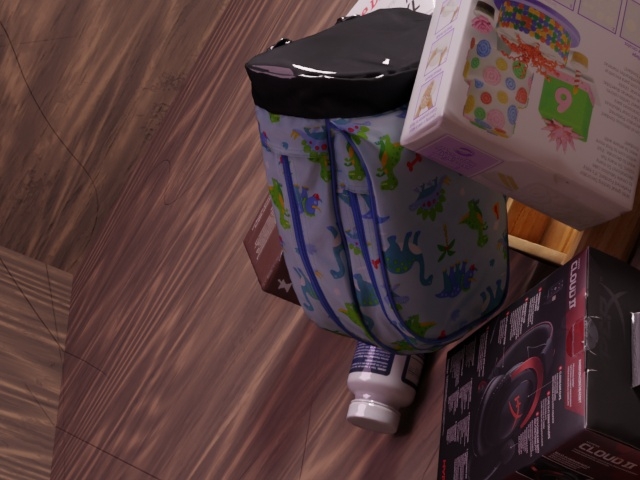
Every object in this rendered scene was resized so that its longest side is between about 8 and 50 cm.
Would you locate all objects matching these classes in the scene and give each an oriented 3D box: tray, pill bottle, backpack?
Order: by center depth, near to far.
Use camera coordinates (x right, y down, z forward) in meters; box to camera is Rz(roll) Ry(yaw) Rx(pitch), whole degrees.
[{"bbox_3d":[0.076,-0.047,1.587,0.273,0.290,0.356,25,123,34],"label":"backpack"},{"bbox_3d":[0.348,-0.161,1.630,0.411,0.076,0.203,-67,20,1],"label":"tray"},{"bbox_3d":[0.089,0.167,1.897,0.094,0.094,0.169,-26,44,62],"label":"pill bottle"}]

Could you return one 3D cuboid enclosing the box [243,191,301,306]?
[{"bbox_3d":[0.000,0.000,2.207,0.168,0.167,0.203,-61,20,14],"label":"box"}]

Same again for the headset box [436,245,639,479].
[{"bbox_3d":[0.246,0.162,1.470,0.293,0.110,0.218,-45,29,47],"label":"headset box"}]

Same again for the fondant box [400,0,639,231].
[{"bbox_3d":[0.238,-0.209,1.503,0.096,0.238,0.330,-29,41,59],"label":"fondant box"}]

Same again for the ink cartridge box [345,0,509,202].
[{"bbox_3d":[0.147,-0.174,1.919,0.285,0.166,0.395,-44,41,47],"label":"ink cartridge box"}]
